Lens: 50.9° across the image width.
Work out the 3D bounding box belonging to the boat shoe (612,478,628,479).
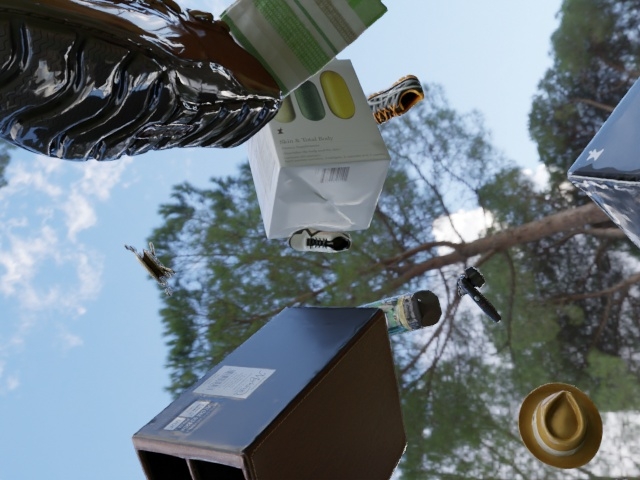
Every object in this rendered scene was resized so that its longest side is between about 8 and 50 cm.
[{"bbox_3d":[0.594,0.495,1.062,0.095,0.335,0.112,-36,-60,2],"label":"boat shoe"}]

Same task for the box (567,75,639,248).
[{"bbox_3d":[0.694,-0.118,0.911,0.471,0.297,0.480,39,-94,-16],"label":"box"}]

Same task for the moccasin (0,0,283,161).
[{"bbox_3d":[-0.157,-0.156,0.546,0.147,0.139,0.380,55,-153,6],"label":"moccasin"}]

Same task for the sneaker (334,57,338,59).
[{"bbox_3d":[0.009,-0.350,1.327,0.152,0.053,0.061,63,-143,-21],"label":"sneaker"}]

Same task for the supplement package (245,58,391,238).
[{"bbox_3d":[-0.019,-0.172,1.245,0.199,0.198,0.263,-6,-125,-15],"label":"supplement package"}]

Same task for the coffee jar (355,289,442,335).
[{"bbox_3d":[0.154,0.155,1.387,0.096,0.184,0.079,-4,-102,-49],"label":"coffee jar"}]

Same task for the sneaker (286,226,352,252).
[{"bbox_3d":[0.000,0.000,1.091,0.109,0.044,0.040,-2,-80,-8],"label":"sneaker"}]

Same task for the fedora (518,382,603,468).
[{"bbox_3d":[0.529,0.396,1.475,0.079,0.194,0.194,74,-148,-56],"label":"fedora"}]

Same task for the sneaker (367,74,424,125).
[{"bbox_3d":[0.183,-0.358,1.798,0.084,0.215,0.083,45,-168,-42],"label":"sneaker"}]

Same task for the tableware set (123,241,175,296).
[{"bbox_3d":[-0.319,0.045,1.314,0.039,0.194,0.128,-41,-84,-9],"label":"tableware set"}]

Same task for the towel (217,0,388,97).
[{"bbox_3d":[-0.019,-0.242,0.725,0.113,0.152,0.023,51,-172,-11],"label":"towel"}]

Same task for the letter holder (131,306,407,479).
[{"bbox_3d":[-0.033,0.237,0.785,0.302,0.152,0.215,-36,-63,-53],"label":"letter holder"}]

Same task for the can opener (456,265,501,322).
[{"bbox_3d":[0.412,0.150,1.734,0.186,0.073,0.059,50,-160,-23],"label":"can opener"}]
